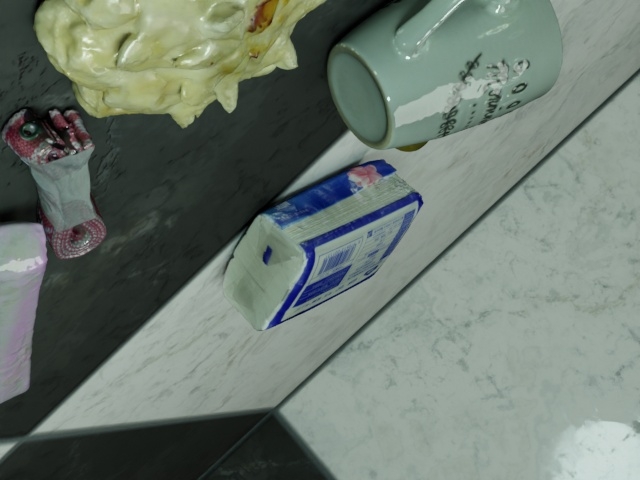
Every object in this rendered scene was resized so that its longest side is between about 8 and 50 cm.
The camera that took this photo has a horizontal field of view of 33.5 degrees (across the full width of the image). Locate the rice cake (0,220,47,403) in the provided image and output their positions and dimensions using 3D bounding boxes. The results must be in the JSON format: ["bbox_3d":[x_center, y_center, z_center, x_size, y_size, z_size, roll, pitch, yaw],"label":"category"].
[{"bbox_3d":[-0.334,0.087,1.111,0.073,0.056,0.365,-16,155,-27],"label":"rice cake"}]

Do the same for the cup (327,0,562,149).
[{"bbox_3d":[0.143,-0.230,1.222,0.234,0.186,0.258,-27,159,-23],"label":"cup"}]

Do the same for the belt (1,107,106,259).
[{"bbox_3d":[-0.237,-0.053,0.984,0.071,0.053,0.232,-28,162,-16],"label":"belt"}]

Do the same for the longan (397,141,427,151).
[{"bbox_3d":[0.133,-0.174,1.595,0.075,0.075,0.083,-21,113,-55],"label":"longan"}]

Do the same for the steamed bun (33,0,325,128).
[{"bbox_3d":[-0.082,-0.189,0.838,0.295,0.137,0.292,-49,167,17],"label":"steamed bun"}]

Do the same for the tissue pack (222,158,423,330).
[{"bbox_3d":[0.000,0.000,1.611,0.270,0.137,0.209,-26,159,-39],"label":"tissue pack"}]
